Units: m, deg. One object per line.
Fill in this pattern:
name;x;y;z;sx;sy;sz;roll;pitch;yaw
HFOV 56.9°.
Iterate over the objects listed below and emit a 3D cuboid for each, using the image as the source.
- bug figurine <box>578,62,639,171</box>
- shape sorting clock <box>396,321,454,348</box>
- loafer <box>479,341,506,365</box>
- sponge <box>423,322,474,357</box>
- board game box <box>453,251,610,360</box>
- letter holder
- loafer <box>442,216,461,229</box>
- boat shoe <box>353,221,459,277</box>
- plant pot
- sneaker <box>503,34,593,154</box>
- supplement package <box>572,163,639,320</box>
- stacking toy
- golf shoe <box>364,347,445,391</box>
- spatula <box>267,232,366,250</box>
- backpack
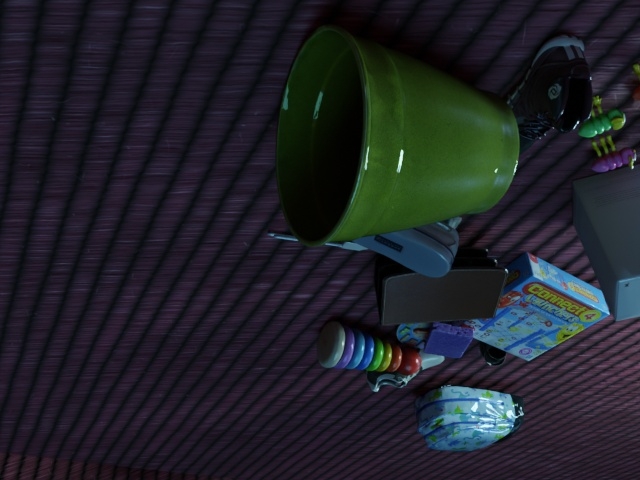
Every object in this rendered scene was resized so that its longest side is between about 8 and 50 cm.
bug figurine;0.651;-0.229;1.213;0.216;0.072;0.279;-23;137;22
shape sorting clock;0.336;0.274;1.817;0.206;0.040;0.206;-2;141;-2
loafer;0.559;0.355;1.903;0.080;0.078;0.220;-13;139;11
sponge;0.376;0.298;1.748;0.117;0.031;0.210;9;152;6
board game box;0.593;0.200;1.691;0.308;0.086;0.302;24;134;-21
letter holder;0.297;0.089;1.508;0.302;0.152;0.214;-4;138;0
loafer;0.311;-0.016;1.466;0.039;0.045;0.125;2;138;-18
boat shoe;0.147;-0.070;1.321;0.367;0.156;0.135;27;144;8
plant pot;0.147;-0.167;1.064;0.353;0.366;0.366;2;141;-24
sneaker;0.418;-0.230;1.120;0.107;0.162;0.281;4;139;-10
supplement package;0.699;0.001;1.322;0.178;0.292;0.175;-14;139;13
stacking toy;0.162;0.345;1.809;0.331;0.141;0.141;16;136;-22
golf shoe;0.282;0.422;1.931;0.273;0.120;0.105;-14;138;10
spatula;0.000;0.000;1.408;0.242;0.019;0.168;9;-178;-11
backpack;0.514;0.645;2.146;0.356;0.273;0.290;28;139;-16
